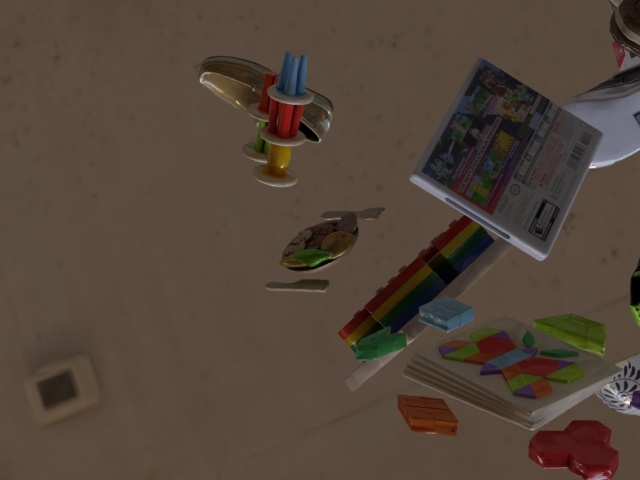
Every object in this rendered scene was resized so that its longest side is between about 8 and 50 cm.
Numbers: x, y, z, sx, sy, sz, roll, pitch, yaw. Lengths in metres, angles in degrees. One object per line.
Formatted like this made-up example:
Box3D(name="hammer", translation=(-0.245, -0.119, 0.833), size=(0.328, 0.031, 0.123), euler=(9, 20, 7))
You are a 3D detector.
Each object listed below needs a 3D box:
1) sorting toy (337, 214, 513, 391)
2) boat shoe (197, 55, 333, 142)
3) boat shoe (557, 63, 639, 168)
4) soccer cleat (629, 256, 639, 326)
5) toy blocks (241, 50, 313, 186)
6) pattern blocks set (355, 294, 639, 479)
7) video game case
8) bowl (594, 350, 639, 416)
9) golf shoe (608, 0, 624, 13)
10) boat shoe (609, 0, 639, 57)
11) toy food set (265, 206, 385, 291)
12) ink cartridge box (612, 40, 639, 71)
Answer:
Box3D(name="sorting toy", translation=(0.143, 0.085, 1.841), size=(0.255, 0.089, 0.257), euler=(-40, 174, -29))
Box3D(name="boat shoe", translation=(-0.076, -0.183, 1.603), size=(0.190, 0.072, 0.068), euler=(19, 145, -6))
Box3D(name="boat shoe", translation=(0.437, -0.193, 1.680), size=(0.301, 0.108, 0.102), euler=(-25, -164, 35))
Box3D(name="soccer cleat", translation=(0.530, 0.063, 1.957), size=(0.060, 0.072, 0.179), euler=(-15, -144, 32))
Box3D(name="toy blocks", translation=(-0.047, -0.151, 1.375), size=(0.054, 0.148, 0.123), euler=(4, -154, -17))
Box3D(name="pattern blocks set", translation=(0.194, 0.130, 1.230), size=(0.325, 0.026, 0.285), euler=(14, -153, 35))
Box3D(name="video game case", translation=(0.223, -0.100, 1.438), size=(0.201, 0.183, 0.023), euler=(-59, -178, -29))
Box3D(name="bowl", translation=(0.411, 0.170, 1.488), size=(0.170, 0.080, 0.170), euler=(-25, 167, -6))
Box3D(name="golf shoe", translation=(0.429, -0.341, 1.624), size=(0.105, 0.120, 0.273), euler=(-46, -162, 15))
Box3D(name="boat shoe", translation=(0.408, -0.192, 1.325), size=(0.257, 0.095, 0.095), euler=(11, 139, -27))
Box3D(name="toy food set", translation=(0.000, 0.000, 1.778), size=(0.132, 0.038, 0.192), euler=(-2, -143, 37))
Box3D(name="ink cartridge box", translation=(0.598, -0.333, 2.174), size=(0.063, 0.109, 0.150), euler=(-11, 173, -18))
